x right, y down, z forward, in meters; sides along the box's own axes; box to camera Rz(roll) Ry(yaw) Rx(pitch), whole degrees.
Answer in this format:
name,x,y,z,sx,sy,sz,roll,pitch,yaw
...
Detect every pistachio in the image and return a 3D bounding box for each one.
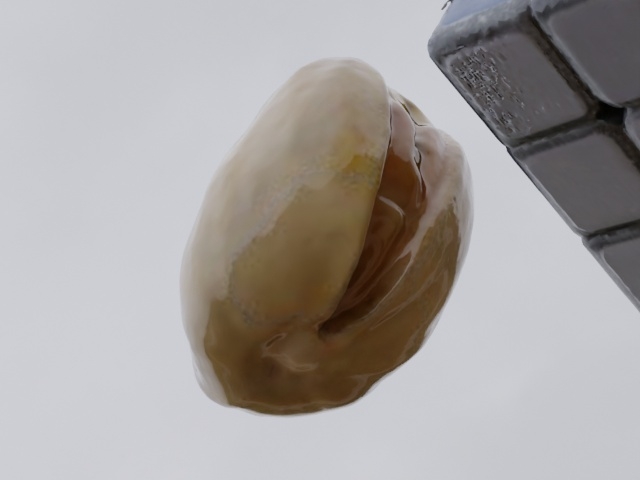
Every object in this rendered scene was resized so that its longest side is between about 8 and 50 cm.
name,x,y,z,sx,sy,sz,roll,pitch,yaw
pistachio,0.000,0.000,1.303,0.308,0.230,0.230,-68,-30,-27

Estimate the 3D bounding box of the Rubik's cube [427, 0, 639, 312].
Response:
name,x,y,z,sx,sy,sz,roll,pitch,yaw
Rubik's cube,0.332,-0.144,0.976,0.344,0.337,0.344,46,-127,-24
